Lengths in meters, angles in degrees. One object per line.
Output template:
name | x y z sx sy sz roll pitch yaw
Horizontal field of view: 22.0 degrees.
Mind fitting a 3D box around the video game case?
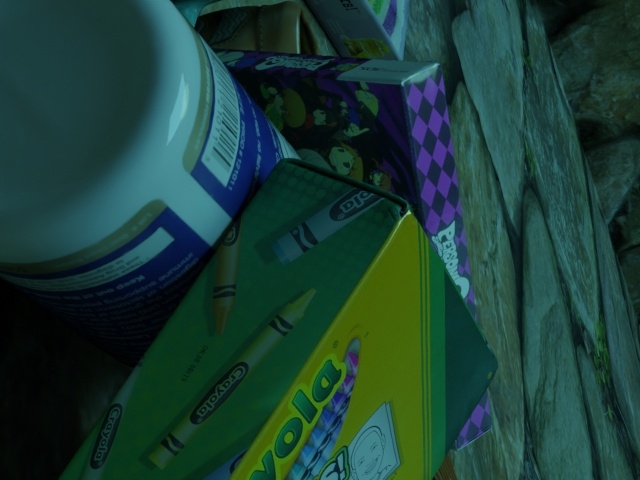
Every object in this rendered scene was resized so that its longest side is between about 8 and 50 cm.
video game case | 0.000 0.000 1.012 0.041 0.210 0.232 -28 117 -40

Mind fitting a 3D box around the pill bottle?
pill bottle | -0.086 -0.017 0.857 0.265 0.153 0.153 49 31 -59

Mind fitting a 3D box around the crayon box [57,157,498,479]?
crayon box | -0.034 0.121 0.792 0.278 0.081 0.165 -56 145 -17

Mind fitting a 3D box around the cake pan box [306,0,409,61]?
cake pan box | 0.027 -0.342 1.600 0.246 0.070 0.267 56 37 -56

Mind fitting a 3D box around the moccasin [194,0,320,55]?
moccasin | 0.010 -0.004 1.187 0.139 0.147 0.380 -77 149 -58

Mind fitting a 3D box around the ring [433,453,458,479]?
ring | 0.112 0.294 1.509 0.336 0.032 0.337 -14 90 -74

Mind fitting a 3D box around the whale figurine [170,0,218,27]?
whale figurine | -0.088 -0.208 1.005 0.272 0.141 0.216 -63 154 -57
